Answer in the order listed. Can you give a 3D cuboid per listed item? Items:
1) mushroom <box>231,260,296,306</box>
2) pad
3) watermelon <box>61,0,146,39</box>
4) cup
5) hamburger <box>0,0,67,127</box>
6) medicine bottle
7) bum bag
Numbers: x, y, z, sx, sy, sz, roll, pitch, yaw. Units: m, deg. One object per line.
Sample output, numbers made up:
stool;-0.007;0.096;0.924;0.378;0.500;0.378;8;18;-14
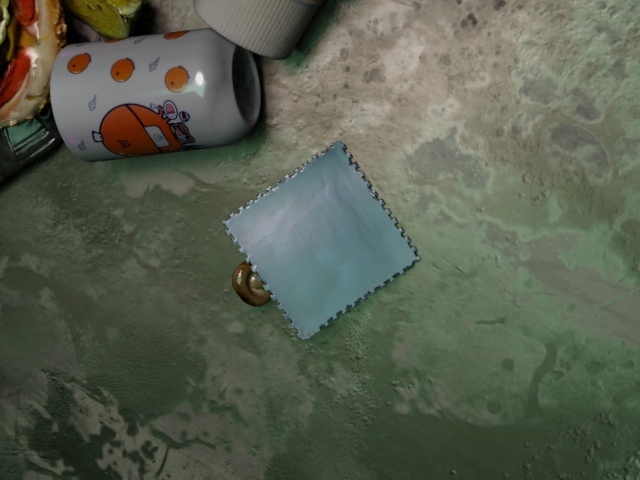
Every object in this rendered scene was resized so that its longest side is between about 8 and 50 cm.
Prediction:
mushroom;-0.097;0.079;1.465;0.129;0.073;0.088;5;86;0
pad;0.000;0.000;1.421;0.269;0.012;0.270;-33;87;2
watermelon;-0.418;-0.450;1.453;0.301;0.129;0.123;36;102;24
cup;-0.277;-0.259;1.401;0.317;0.212;0.212;-4;96;15
hamburger;-0.615;-0.369;1.417;0.330;0.250;0.330;-6;80;37
medicine bottle;-0.043;-0.504;1.279;0.224;0.224;0.384;37;116;9
bum bag;-0.645;-0.187;1.583;0.326;0.079;0.142;-30;91;16
